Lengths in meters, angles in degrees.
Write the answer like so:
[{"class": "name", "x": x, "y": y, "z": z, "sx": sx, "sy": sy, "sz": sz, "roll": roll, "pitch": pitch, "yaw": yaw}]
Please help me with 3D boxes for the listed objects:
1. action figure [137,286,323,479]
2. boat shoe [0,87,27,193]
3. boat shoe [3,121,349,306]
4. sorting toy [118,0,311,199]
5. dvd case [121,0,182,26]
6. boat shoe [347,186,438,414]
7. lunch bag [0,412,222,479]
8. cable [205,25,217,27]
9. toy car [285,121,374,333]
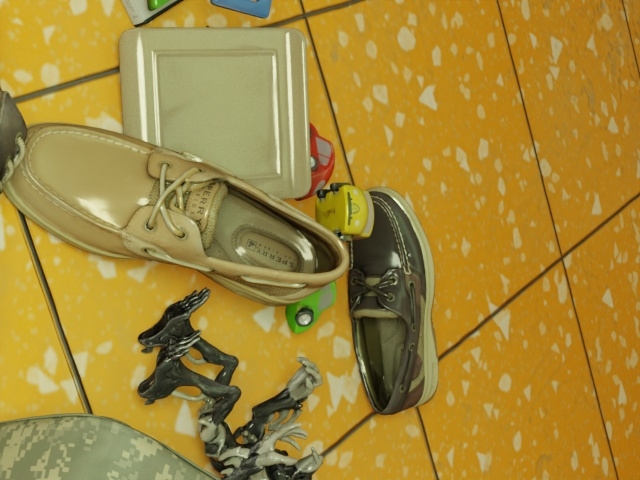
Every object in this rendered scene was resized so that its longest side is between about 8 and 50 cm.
[{"class": "action figure", "x": -0.066, "y": 0.188, "z": 1.123, "sx": 0.276, "sy": 0.141, "sz": 0.164, "roll": 55, "pitch": 15, "yaw": -24}, {"class": "boat shoe", "x": -0.299, "y": -0.082, "z": 0.894, "sx": 0.130, "sy": 0.132, "sz": 0.356, "roll": -6, "pitch": 90, "yaw": -51}, {"class": "boat shoe", "x": -0.130, "y": -0.034, "z": 1.049, "sx": 0.341, "sy": 0.110, "sz": 0.122, "roll": 20, "pitch": 70, "yaw": -25}, {"class": "sorting toy", "x": -0.110, "y": -0.127, "z": 1.147, "sx": 0.196, "sy": 0.047, "sz": 0.348, "roll": -4, "pitch": 97, "yaw": -21}, {"class": "dvd case", "x": -0.192, "y": -0.374, "z": 1.159, "sx": 0.180, "sy": 0.022, "sz": 0.253, "roll": -46, "pitch": 119, "yaw": -44}, {"class": "boat shoe", "x": 0.081, "y": 0.078, "z": 1.363, "sx": 0.092, "sy": 0.102, "sz": 0.285, "roll": -21, "pitch": 106, "yaw": -55}, {"class": "lunch bag", "x": -0.174, "y": 0.318, "z": 0.913, "sx": 0.305, "sy": 0.212, "sz": 0.256, "roll": 44, "pitch": 50, "yaw": -39}, {"class": "cable", "x": -0.094, "y": -0.141, "z": 1.232, "sx": 0.150, "sy": 0.047, "sz": 0.185, "roll": 14, "pitch": 76, "yaw": -57}, {"class": "toy car", "x": 0.000, "y": 0.000, "z": 1.232, "sx": 0.053, "sy": 0.239, "sz": 0.225, "roll": 0, "pitch": 117, "yaw": -18}]
